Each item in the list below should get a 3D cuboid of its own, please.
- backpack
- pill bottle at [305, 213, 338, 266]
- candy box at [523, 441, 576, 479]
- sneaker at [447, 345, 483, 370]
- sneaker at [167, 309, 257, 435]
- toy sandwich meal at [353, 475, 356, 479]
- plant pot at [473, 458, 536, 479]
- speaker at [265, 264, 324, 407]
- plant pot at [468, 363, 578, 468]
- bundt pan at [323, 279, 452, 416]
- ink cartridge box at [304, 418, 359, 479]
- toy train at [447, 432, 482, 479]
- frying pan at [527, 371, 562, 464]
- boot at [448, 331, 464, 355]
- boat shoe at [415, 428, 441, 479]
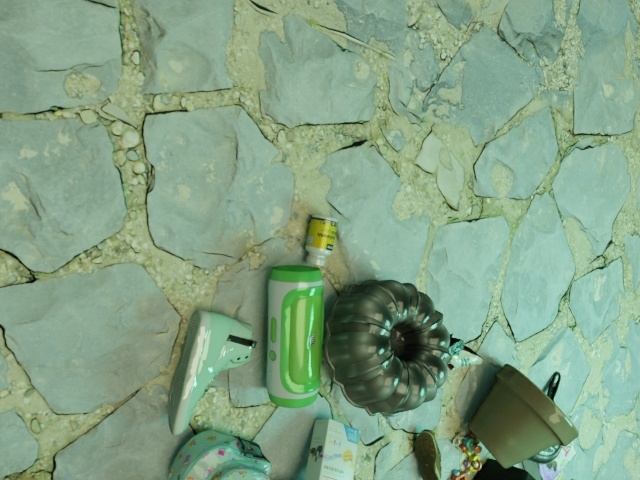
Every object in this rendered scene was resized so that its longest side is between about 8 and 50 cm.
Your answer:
[{"bbox_3d":[-0.211,0.496,0.885,0.188,0.144,0.166,39,80,-23],"label":"backpack"},{"bbox_3d":[0.000,0.000,1.002,0.065,0.065,0.116,13,89,-29],"label":"pill bottle"},{"bbox_3d":[0.796,0.730,1.493,0.196,0.070,0.165,-28,106,-24],"label":"candy box"},{"bbox_3d":[0.413,0.353,1.270,0.161,0.057,0.075,24,99,-29],"label":"sneaker"},{"bbox_3d":[-0.219,0.283,0.890,0.151,0.094,0.256,19,86,-32],"label":"sneaker"},{"bbox_3d":[0.053,0.622,1.102,0.085,0.029,0.086,-3,95,-29],"label":"toy sandwich meal"},{"bbox_3d":[0.592,0.808,1.334,0.187,0.188,0.167,46,62,-24],"label":"plant pot"},{"bbox_3d":[-0.058,0.209,0.954,0.131,0.131,0.297,0,94,-29],"label":"speaker"},{"bbox_3d":[0.581,0.546,1.282,0.229,0.263,0.263,-41,113,-1],"label":"plant pot"},{"bbox_3d":[0.178,0.239,0.996,0.330,0.124,0.331,12,66,-28],"label":"bundt pan"},{"bbox_3d":[0.026,0.536,1.020,0.104,0.061,0.181,31,52,-26],"label":"ink cartridge box"},{"bbox_3d":[0.454,0.686,1.317,0.125,0.046,0.166,-3,96,-29],"label":"toy train"},{"bbox_3d":[0.780,0.612,1.443,0.326,0.053,0.197,-26,75,-22],"label":"frying pan"},{"bbox_3d":[0.327,0.292,1.185,0.121,0.099,0.045,-20,104,-25],"label":"boot"},{"bbox_3d":[0.317,0.622,1.235,0.060,0.064,0.178,-29,112,-56],"label":"boat shoe"}]
